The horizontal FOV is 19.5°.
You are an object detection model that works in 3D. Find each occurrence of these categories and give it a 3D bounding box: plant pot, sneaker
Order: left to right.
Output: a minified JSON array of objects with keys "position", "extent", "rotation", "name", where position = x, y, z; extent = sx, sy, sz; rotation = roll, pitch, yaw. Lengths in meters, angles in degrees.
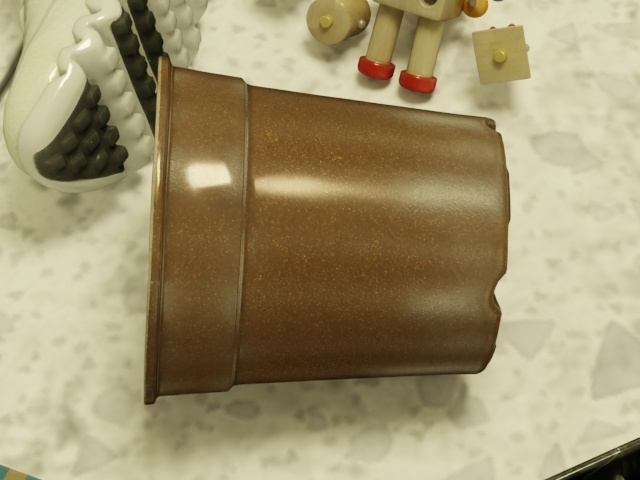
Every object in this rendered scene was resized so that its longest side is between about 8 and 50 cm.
[{"position":[-0.125,-0.138,1.036],"extent":[0.118,0.110,0.292],"rotation":[4,46,15],"name":"sneaker"},{"position":[0.000,0.000,0.896],"extent":[0.165,0.167,0.167],"rotation":[3,54,-5],"name":"plant pot"}]

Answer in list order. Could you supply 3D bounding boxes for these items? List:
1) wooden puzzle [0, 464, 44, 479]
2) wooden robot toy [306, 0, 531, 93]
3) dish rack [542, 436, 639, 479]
[{"position":[-0.156,0.132,0.894],"extent":[0.083,0.006,0.049],"rotation":[18,57,16],"name":"wooden puzzle"},{"position":[0.051,-0.133,1.052],"extent":[0.173,0.076,0.079],"rotation":[22,23,18],"name":"wooden robot toy"},{"position":[0.145,0.227,0.767],"extent":[0.208,0.074,0.271],"rotation":[-23,56,-12],"name":"dish rack"}]
